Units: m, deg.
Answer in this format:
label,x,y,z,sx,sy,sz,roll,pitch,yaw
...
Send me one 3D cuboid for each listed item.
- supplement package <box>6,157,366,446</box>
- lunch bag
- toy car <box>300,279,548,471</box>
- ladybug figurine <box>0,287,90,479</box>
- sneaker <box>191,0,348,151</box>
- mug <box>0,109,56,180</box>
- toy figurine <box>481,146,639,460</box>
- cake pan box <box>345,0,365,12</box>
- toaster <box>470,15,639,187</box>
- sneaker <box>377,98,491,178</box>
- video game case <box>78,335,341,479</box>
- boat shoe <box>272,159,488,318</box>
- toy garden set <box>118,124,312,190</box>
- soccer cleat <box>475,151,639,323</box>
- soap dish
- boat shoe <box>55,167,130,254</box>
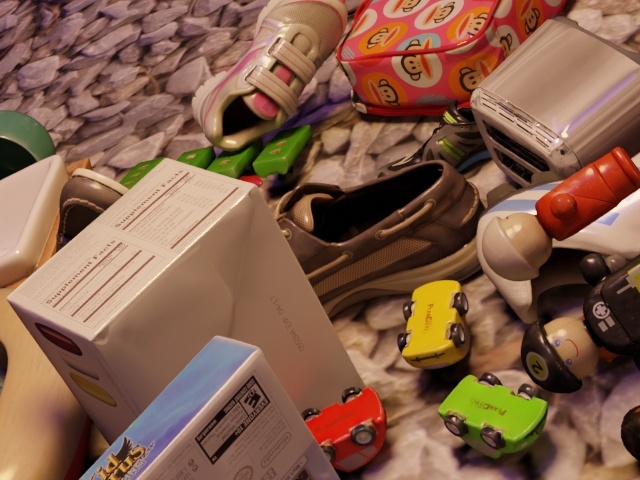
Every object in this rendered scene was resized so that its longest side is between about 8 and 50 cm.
label,x,y,z,sx,sy,sz,roll,pitch,yaw
supplement package,-0.115,0.096,1.265,0.204,0.262,0.145,-44,37,-23
lunch bag,0.150,-0.276,1.708,0.258,0.120,0.293,2,44,39
toy car,0.110,0.146,1.226,0.225,0.053,0.239,16,54,47
ladybug figurine,-0.353,0.225,1.359,0.305,0.162,0.449,-15,35,18
sneaker,-0.054,-0.197,1.676,0.252,0.103,0.111,-49,28,22
mug,-0.441,-0.109,1.910,0.158,0.129,0.097,-17,31,17
toy figurine,0.243,0.058,1.107,0.148,0.209,0.213,-36,36,15
cake pan box,0.119,-0.451,2.020,0.246,0.070,0.267,-19,34,11
toaster,0.260,-0.121,1.412,0.146,0.129,0.227,-39,43,-9
sneaker,0.141,-0.112,1.529,0.188,0.078,0.067,-29,33,-1
video game case,-0.095,0.252,1.057,0.061,0.244,0.269,12,50,47
boat shoe,0.000,0.000,1.433,0.355,0.130,0.132,-20,34,13
toy garden set,-0.144,-0.057,1.673,0.244,0.049,0.204,-11,22,22
soccer cleat,0.308,-0.022,1.278,0.331,0.116,0.143,-23,53,9
soap dish,-0.397,0.041,1.654,0.291,0.118,0.229,-24,32,23
boat shoe,-0.210,0.042,1.404,0.112,0.335,0.095,22,68,9
